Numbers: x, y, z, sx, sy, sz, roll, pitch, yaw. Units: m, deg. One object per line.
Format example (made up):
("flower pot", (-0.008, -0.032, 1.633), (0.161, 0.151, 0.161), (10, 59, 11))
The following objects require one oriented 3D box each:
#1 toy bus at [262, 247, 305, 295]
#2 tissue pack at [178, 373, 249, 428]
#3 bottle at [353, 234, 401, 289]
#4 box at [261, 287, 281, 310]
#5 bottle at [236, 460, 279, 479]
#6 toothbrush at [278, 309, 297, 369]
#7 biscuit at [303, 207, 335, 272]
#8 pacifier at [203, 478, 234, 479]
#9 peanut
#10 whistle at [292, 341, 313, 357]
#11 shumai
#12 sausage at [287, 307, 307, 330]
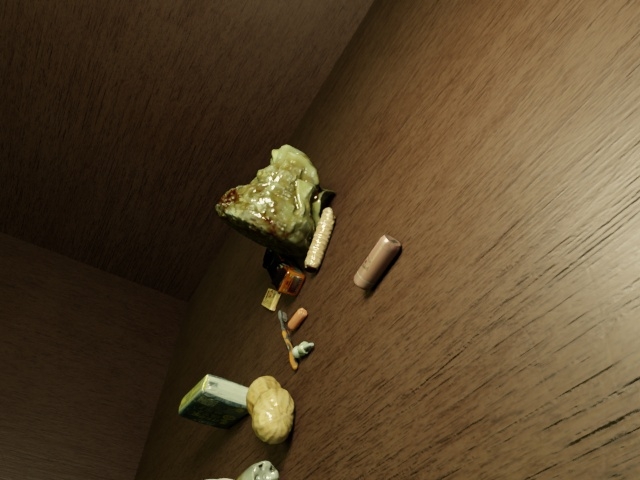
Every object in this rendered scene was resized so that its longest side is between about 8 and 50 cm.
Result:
("toy bus", (-0.146, 0.098, 1.759), (0.093, 0.092, 0.409), (-65, 19, 7))
("tissue pack", (-0.348, 0.547, 1.592), (0.257, 0.186, 0.081), (-46, 25, 44))
("bottle", (0.133, 0.054, 1.126), (0.140, 0.053, 0.053), (-58, 20, 22))
("box", (-0.190, 0.226, 1.829), (0.073, 0.020, 0.149), (-68, 19, -8))
("bottle", (-0.189, 0.640, 1.212), (0.269, 0.083, 0.083), (-53, 22, 40))
("toothbrush", (-0.103, 0.303, 1.483), (0.023, 0.031, 0.321), (-61, 19, 14))
("biscuit", (0.000, 0.000, 1.543), (0.061, 0.055, 0.219), (94, -166, -72))
("pacifier", (-0.204, 0.678, 1.097), (0.227, 0.279, 0.207), (-48, -25, -8))
("peanut", (-0.138, 0.442, 1.280), (0.125, 0.111, 0.274), (-62, 19, -3))
("whistle", (-0.050, 0.305, 1.332), (0.100, 0.035, 0.035), (-41, 30, 47))
("shumai", (-0.140, -0.148, 1.633), (0.347, 0.395, 0.395), (-65, 19, -5))
("sausage", (-0.071, 0.243, 1.467), (0.083, 0.034, 0.034), (-53, 22, 27))
